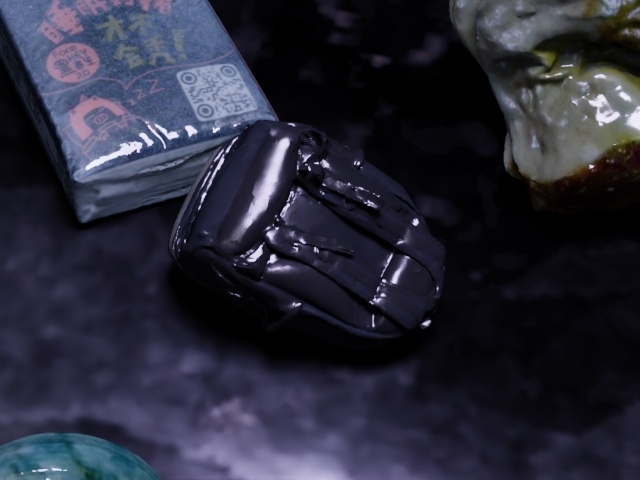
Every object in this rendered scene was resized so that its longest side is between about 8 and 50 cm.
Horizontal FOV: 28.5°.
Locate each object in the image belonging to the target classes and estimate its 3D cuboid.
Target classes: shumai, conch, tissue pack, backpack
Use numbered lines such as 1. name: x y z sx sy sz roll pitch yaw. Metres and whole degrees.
1. shumai: 0.282 -0.155 1.367 0.309 0.304 0.264 3 87 -7
2. conch: -0.216 0.245 0.991 0.196 0.134 0.202 -6 50 1
3. tissue pack: -0.206 -0.185 1.347 0.228 0.103 0.316 -17 58 -22
4. backpack: 0.000 0.000 1.206 0.258 0.133 0.206 29 70 -10
